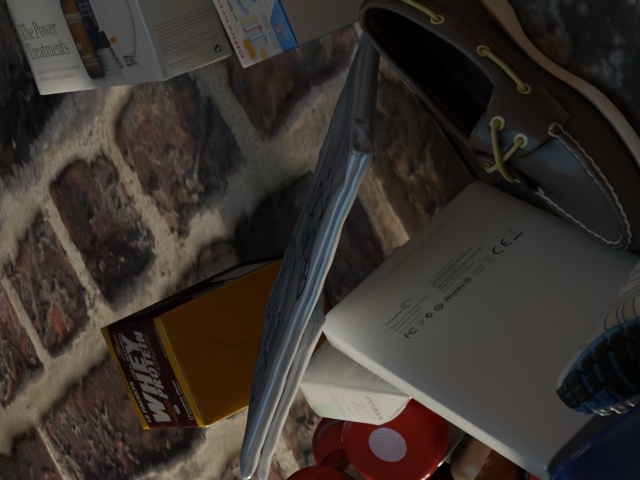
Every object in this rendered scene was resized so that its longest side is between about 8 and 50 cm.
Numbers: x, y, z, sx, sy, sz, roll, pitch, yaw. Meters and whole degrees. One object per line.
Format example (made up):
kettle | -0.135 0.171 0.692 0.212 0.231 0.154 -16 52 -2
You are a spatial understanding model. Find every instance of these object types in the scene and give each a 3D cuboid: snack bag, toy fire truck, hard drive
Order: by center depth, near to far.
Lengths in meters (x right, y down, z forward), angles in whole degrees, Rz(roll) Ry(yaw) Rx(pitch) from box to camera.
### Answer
hard drive | 0.162 0.068 1.664 0.307 0.203 0.040 30 157 49
snack bag | 0.000 0.000 1.801 0.323 0.037 0.343 -82 10 -65
toy fire truck | 0.119 0.238 1.927 0.254 0.169 0.302 38 121 -2

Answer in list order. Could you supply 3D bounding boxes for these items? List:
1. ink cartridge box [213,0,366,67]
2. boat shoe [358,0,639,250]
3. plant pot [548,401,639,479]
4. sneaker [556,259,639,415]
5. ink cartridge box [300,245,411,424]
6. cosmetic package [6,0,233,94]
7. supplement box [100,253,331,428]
ink cartridge box | -0.035 -0.227 1.898 0.143 0.090 0.092 -13 102 63
boat shoe | 0.156 -0.104 1.640 0.324 0.096 0.117 52 151 25
plant pot | 0.300 0.244 1.539 0.212 0.236 0.236 47 150 20
sneaker | 0.250 0.057 1.533 0.071 0.190 0.083 54 173 -30
ink cartridge box | 0.110 0.087 1.784 0.224 0.181 0.056 5 137 45
cosmetic package | -0.261 -0.316 2.242 0.377 0.097 0.284 2 112 62
supplement box | -0.110 0.112 2.227 0.194 0.191 0.129 -13 101 65
